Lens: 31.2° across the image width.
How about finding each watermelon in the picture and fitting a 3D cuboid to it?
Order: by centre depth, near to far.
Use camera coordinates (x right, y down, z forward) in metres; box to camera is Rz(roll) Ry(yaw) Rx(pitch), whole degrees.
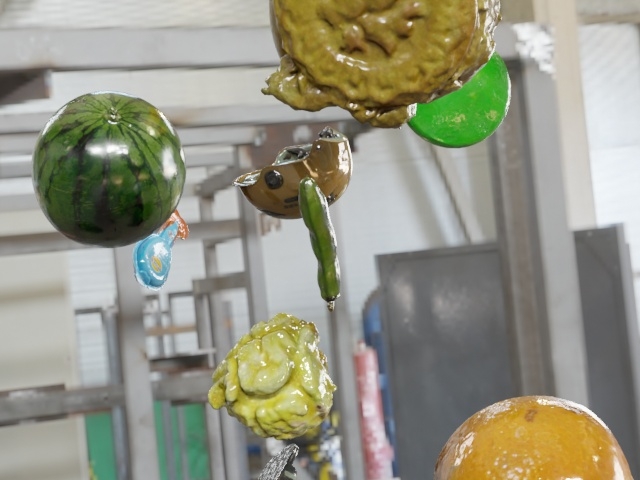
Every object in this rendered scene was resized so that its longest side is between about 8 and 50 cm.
[{"bbox_3d":[-0.324,-0.108,1.766,0.242,0.242,0.242,-6,-2,0],"label":"watermelon"}]

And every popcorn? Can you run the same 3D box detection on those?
[{"bbox_3d":[-0.059,0.210,1.736,0.167,0.185,0.187,-31,14,41],"label":"popcorn"}]

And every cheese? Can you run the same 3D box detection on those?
[{"bbox_3d":[-0.323,0.015,2.320,0.037,0.106,0.256,-17,26,24],"label":"cheese"}]

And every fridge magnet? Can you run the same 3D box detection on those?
[{"bbox_3d":[0.231,-0.263,2.006,0.208,0.208,0.088,-5,-1,-9],"label":"fridge magnet"}]

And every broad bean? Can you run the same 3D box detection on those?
[{"bbox_3d":[0.001,-0.002,1.900,0.046,0.255,0.065,1,32,21],"label":"broad bean"}]

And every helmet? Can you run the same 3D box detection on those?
[{"bbox_3d":[-0.036,-0.108,2.089,0.224,0.130,0.198,-27,7,13],"label":"helmet"}]

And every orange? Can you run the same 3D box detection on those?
[{"bbox_3d":[0.182,0.244,0.969,0.170,0.224,0.224,-10,-3,8],"label":"orange"}]

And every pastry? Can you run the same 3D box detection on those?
[{"bbox_3d":[0.074,-0.246,1.239,0.240,0.235,0.132,14,24,12],"label":"pastry"}]

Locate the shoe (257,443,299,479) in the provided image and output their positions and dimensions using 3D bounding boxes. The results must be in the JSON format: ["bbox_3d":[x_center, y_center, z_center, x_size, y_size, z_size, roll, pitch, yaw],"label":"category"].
[{"bbox_3d":[-0.077,0.412,1.841,0.049,0.179,0.071,41,-30,-16],"label":"shoe"}]

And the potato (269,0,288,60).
[{"bbox_3d":[0.034,-0.392,1.613,0.195,0.369,0.176,12,12,-21],"label":"potato"}]
